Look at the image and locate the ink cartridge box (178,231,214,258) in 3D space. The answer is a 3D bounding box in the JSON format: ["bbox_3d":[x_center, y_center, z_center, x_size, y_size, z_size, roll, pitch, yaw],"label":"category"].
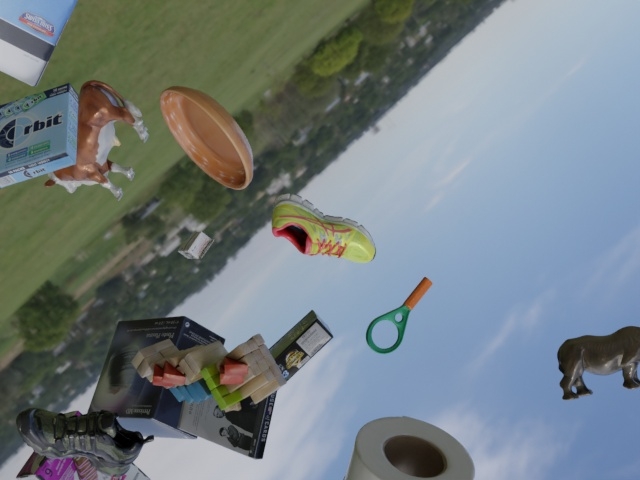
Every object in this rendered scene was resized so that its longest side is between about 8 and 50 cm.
[{"bbox_3d":[-0.245,0.009,1.567,0.048,0.028,0.083,-58,-157,-17],"label":"ink cartridge box"}]

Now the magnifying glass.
[{"bbox_3d":[0.203,0.187,2.012,0.231,0.092,0.026,-49,-172,-9],"label":"magnifying glass"}]

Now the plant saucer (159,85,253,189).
[{"bbox_3d":[-0.177,-0.169,1.281,0.037,0.200,0.200,-45,-171,-21],"label":"plant saucer"}]

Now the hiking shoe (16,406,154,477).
[{"bbox_3d":[-0.404,0.323,1.371,0.114,0.226,0.086,-47,-146,19],"label":"hiking shoe"}]

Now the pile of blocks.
[{"bbox_3d":[-0.238,0.269,1.518,0.362,0.149,0.112,-8,-174,39],"label":"pile of blocks"}]

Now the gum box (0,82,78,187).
[{"bbox_3d":[-0.542,-0.202,1.516,0.156,0.041,0.184,-17,-125,8],"label":"gum box"}]

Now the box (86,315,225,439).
[{"bbox_3d":[-0.456,0.381,2.211,0.296,0.182,0.294,-9,-123,38],"label":"box"}]

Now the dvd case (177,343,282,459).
[{"bbox_3d":[-0.186,0.317,1.592,0.238,0.029,0.179,7,-97,43],"label":"dvd case"}]

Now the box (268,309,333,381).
[{"bbox_3d":[-0.100,0.319,2.150,0.293,0.073,0.295,-41,-177,-2],"label":"box"}]

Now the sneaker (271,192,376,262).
[{"bbox_3d":[0.000,0.000,1.438,0.081,0.208,0.094,119,-8,-45],"label":"sneaker"}]

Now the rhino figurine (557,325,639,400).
[{"bbox_3d":[0.532,0.205,1.389,0.243,0.106,0.073,-13,169,11],"label":"rhino figurine"}]

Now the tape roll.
[{"bbox_3d":[0.170,0.495,1.599,0.246,0.246,0.169,-62,165,-67],"label":"tape roll"}]

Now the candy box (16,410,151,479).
[{"bbox_3d":[-0.472,0.481,1.609,0.071,0.233,0.159,-18,-149,36],"label":"candy box"}]

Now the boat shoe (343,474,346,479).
[{"bbox_3d":[0.112,0.609,1.782,0.065,0.183,0.083,-16,133,-48],"label":"boat shoe"}]

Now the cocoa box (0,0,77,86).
[{"bbox_3d":[-0.693,-0.508,1.609,0.228,0.347,0.231,-59,-152,10],"label":"cocoa box"}]

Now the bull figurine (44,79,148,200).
[{"bbox_3d":[-0.505,-0.204,1.793,0.101,0.188,0.310,-71,-172,-57],"label":"bull figurine"}]
